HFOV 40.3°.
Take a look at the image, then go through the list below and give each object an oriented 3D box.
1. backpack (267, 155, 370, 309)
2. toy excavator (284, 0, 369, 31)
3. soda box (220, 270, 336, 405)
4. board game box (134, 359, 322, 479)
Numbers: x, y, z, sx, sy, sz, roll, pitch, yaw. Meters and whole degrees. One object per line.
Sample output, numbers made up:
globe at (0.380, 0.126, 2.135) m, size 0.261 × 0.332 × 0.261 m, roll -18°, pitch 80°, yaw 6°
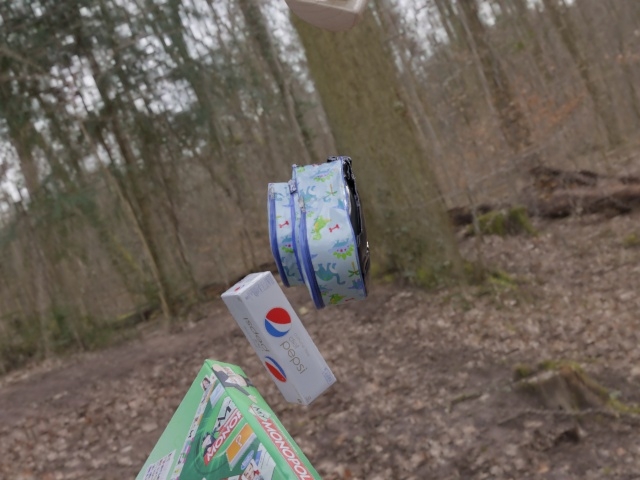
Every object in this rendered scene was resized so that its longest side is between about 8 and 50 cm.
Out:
backpack at (0.000, 0.000, 0.749) m, size 0.084 × 0.114 × 0.105 m, roll -13°, pitch -46°, yaw 3°
toy excavator at (-0.098, -0.498, 1.167) m, size 0.222 × 0.445 × 0.433 m, roll -62°, pitch 2°, yaw -21°
soda box at (-0.066, 0.157, 1.397) m, size 0.069 × 0.216 × 0.074 m, roll -36°, pitch 13°, yaw -28°
board game box at (-0.120, 0.299, 0.790) m, size 0.046 × 0.213 × 0.317 m, roll 19°, pitch -72°, yaw -41°
